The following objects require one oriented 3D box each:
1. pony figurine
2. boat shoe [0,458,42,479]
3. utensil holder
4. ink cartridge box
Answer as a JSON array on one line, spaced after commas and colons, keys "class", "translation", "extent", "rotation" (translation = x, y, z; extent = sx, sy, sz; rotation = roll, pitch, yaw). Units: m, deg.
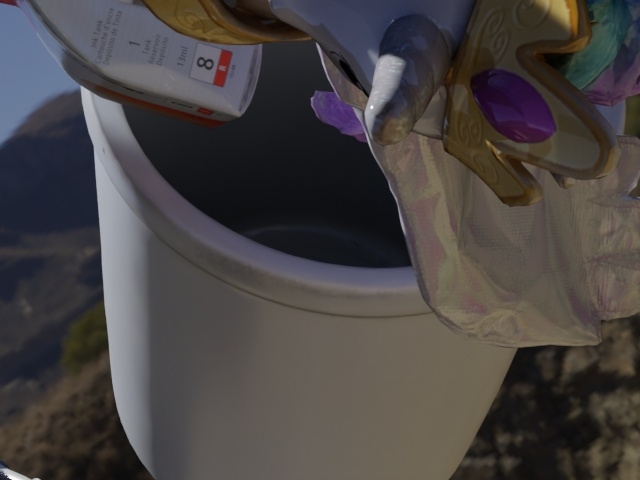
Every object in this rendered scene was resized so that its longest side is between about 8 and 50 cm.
[{"class": "pony figurine", "translation": [0.021, -0.110, 0.519], "extent": [0.351, 0.363, 0.303], "rotation": [-12, -57, -49]}, {"class": "boat shoe", "translation": [-0.198, 0.162, 0.809], "extent": [0.095, 0.079, 0.254], "rotation": [-45, 29, -26]}, {"class": "utensil holder", "translation": [0.000, 0.000, 0.993], "extent": [0.327, 0.327, 0.385], "rotation": [-35, -24, -28]}, {"class": "ink cartridge box", "translation": [-0.125, -0.096, 0.699], "extent": [0.179, 0.045, 0.145], "rotation": [11, 0, -10]}]
